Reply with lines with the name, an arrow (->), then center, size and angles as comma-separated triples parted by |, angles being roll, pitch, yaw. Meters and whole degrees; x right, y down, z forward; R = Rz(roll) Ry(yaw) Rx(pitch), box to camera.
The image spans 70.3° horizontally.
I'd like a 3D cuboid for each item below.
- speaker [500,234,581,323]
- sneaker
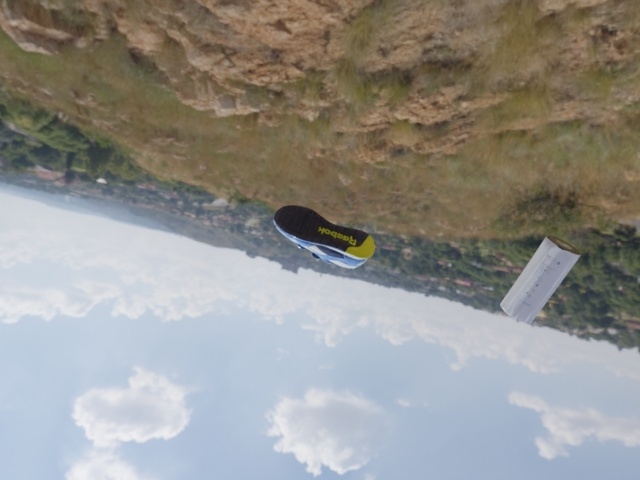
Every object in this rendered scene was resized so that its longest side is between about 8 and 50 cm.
speaker -> 0.340, 0.063, 0.708 | 0.055, 0.136, 0.055 | 20, -156, -9
sneaker -> 0.000, 0.000, 0.628 | 0.144, 0.053, 0.059 | 25, 151, 3
